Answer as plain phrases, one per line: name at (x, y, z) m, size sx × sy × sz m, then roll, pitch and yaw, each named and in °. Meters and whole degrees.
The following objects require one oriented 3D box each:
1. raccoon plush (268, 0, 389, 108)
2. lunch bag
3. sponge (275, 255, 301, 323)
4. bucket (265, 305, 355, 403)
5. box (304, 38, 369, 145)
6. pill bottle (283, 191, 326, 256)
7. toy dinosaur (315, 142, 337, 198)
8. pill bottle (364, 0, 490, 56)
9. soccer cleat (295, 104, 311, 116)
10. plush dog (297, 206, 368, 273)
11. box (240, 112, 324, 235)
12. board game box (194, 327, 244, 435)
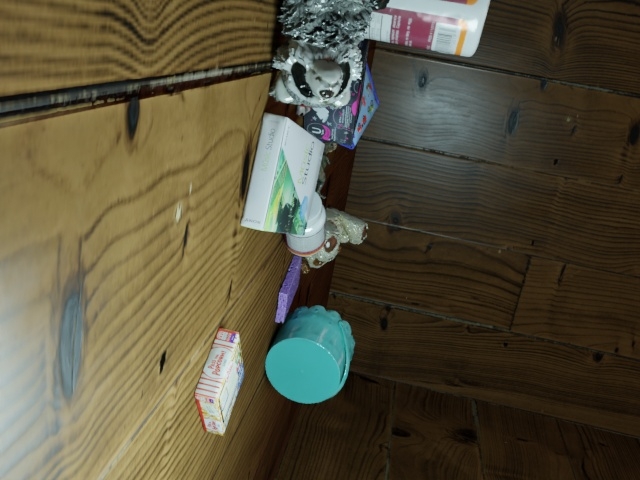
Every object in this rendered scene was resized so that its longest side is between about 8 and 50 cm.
raccoon plush at (0.026, -0.465, 1.281) m, size 0.299 × 0.216 × 0.446 m, roll 107°, pitch -1°, yaw -55°
lunch bag at (0.073, -0.467, 1.986) m, size 0.293 × 0.138 × 0.221 m, roll 79°, pitch 33°, yaw -51°
sponge at (-0.100, 0.153, 2.075) m, size 0.210 × 0.031 × 0.117 m, roll -69°, pitch 170°, yaw -55°
bucket at (-0.034, 0.366, 2.069) m, size 0.183 × 0.281 × 0.281 m, roll -59°, pitch 160°, yaw -62°
box at (0.038, -0.399, 1.732) m, size 0.247 × 0.142 × 0.163 m, roll 95°, pitch 8°, yaw -58°
pill bottle at (-0.045, -0.049, 1.745) m, size 0.221 × 0.121 × 0.121 m, roll 88°, pitch 15°, yaw -67°
toy dinosaur at (-0.006, -0.208, 2.122) m, size 0.118 × 0.064 × 0.268 m, roll 84°, pitch 20°, yaw -52°
pill bottle at (0.170, -0.551, 1.443) m, size 0.224 × 0.392 × 0.224 m, roll 13°, pitch 90°, yaw -85°
soccer cleat at (-0.045, -0.329, 1.646) m, size 0.083 × 0.029 × 0.035 m, roll -35°, pitch 145°, yaw -77°
plush dog at (0.000, 0.000, 2.220) m, size 0.262 × 0.211 × 0.225 m, roll -22°, pitch 144°, yaw -49°
box at (-0.074, -0.132, 1.433) m, size 0.322 × 0.059 × 0.232 m, roll 4°, pitch 98°, yaw -75°
board game box at (-0.200, 0.290, 1.326) m, size 0.193 × 0.045 × 0.146 m, roll 94°, pitch 10°, yaw -53°
